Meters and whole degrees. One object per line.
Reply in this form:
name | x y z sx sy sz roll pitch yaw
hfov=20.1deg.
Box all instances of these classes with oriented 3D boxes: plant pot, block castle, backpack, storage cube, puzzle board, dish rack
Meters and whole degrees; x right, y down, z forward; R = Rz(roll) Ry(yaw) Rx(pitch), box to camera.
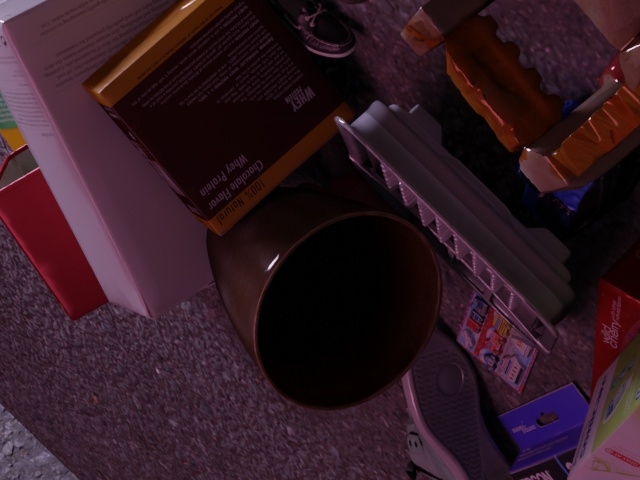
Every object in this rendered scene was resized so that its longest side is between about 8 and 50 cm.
plant pot | -0.024 0.033 1.891 0.230 0.215 0.215 36 155 54
block castle | 0.151 -0.279 1.317 0.453 0.213 0.303 50 160 4
backpack | 0.229 -0.071 1.599 0.101 0.098 0.120 44 156 12
storage cube | -0.277 -0.047 2.262 0.193 0.215 0.184 57 -170 -17
puzzle board | 0.196 0.112 2.010 0.096 0.011 0.128 41 154 17
dish rack | 0.143 -0.018 1.734 0.285 0.072 0.333 46 180 9

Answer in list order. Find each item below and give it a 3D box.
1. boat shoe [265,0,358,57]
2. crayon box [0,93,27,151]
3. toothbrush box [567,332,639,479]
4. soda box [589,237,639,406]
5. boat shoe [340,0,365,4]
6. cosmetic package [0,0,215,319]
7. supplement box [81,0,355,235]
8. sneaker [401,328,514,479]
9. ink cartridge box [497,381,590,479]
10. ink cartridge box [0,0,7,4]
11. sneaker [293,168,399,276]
boat shoe | -0.012 -0.229 1.832 0.125 0.046 0.038 42 160 33
crayon box | -0.350 -0.150 2.436 0.203 0.083 0.323 0 127 58
toothbrush box | 0.367 0.147 1.547 0.206 0.122 0.283 25 147 -2
soda box | 0.318 0.112 1.728 0.092 0.083 0.263 33 150 28
boat shoe | -0.063 -0.344 1.675 0.324 0.116 0.097 40 151 6
cosmetic package | -0.212 -0.121 2.003 0.155 0.197 0.365 14 131 62
supplement box | -0.107 -0.145 1.871 0.194 0.191 0.129 50 174 -17
sneaker | 0.127 0.205 2.156 0.151 0.094 0.256 18 138 57
ink cartridge box | 0.294 0.268 2.033 0.208 0.045 0.206 50 155 1
ink cartridge box | -0.307 -0.238 2.159 0.181 0.056 0.224 9 163 -22
sneaker | 0.001 0.000 2.085 0.136 0.116 0.314 61 147 -1
